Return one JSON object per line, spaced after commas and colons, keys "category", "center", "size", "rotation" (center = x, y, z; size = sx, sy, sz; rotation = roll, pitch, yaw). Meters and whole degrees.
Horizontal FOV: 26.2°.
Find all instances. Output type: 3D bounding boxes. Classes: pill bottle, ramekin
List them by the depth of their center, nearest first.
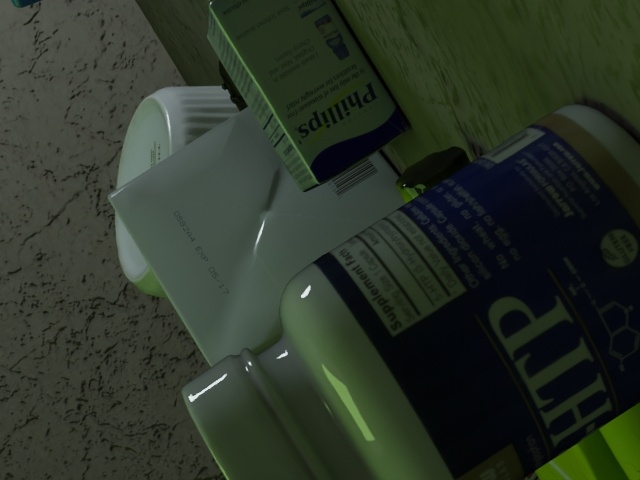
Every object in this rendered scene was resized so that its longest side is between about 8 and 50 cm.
{"category": "pill bottle", "center": [0.048, 0.041, 0.521], "size": [0.112, 0.186, 0.112], "rotation": [57, 176, 6]}
{"category": "ramekin", "center": [-0.144, -0.052, 1.564], "size": [0.273, 0.127, 0.273], "rotation": [-175, 90, -67]}

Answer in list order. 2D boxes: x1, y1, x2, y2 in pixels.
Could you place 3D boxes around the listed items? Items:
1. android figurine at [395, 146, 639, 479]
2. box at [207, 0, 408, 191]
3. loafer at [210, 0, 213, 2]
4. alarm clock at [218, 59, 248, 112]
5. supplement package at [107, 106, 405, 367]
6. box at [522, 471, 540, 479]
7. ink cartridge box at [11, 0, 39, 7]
{"category": "android figurine", "center": [0.132, 0.080, 0.733], "size": [0.273, 0.056, 0.248], "rotation": [59, 175, -14]}
{"category": "box", "center": [-0.013, -0.109, 0.930], "size": [0.137, 0.072, 0.126], "rotation": [59, 176, -3]}
{"category": "loafer", "center": [-0.068, -0.203, 1.114], "size": [0.045, 0.039, 0.125], "rotation": [60, 176, -15]}
{"category": "alarm clock", "center": [-0.044, -0.123, 1.309], "size": [0.129, 0.064, 0.192], "rotation": [57, 179, 12]}
{"category": "supplement package", "center": [-0.009, 0.043, 1.143], "size": [0.199, 0.198, 0.263], "rotation": [54, 174, 33]}
{"category": "box", "center": [0.142, 0.221, 1.069], "size": [0.154, 0.142, 0.300], "rotation": [58, 176, 16]}
{"category": "ink cartridge box", "center": [-0.305, -0.417, 1.312], "size": [0.223, 0.129, 0.307], "rotation": [55, 162, 42]}
